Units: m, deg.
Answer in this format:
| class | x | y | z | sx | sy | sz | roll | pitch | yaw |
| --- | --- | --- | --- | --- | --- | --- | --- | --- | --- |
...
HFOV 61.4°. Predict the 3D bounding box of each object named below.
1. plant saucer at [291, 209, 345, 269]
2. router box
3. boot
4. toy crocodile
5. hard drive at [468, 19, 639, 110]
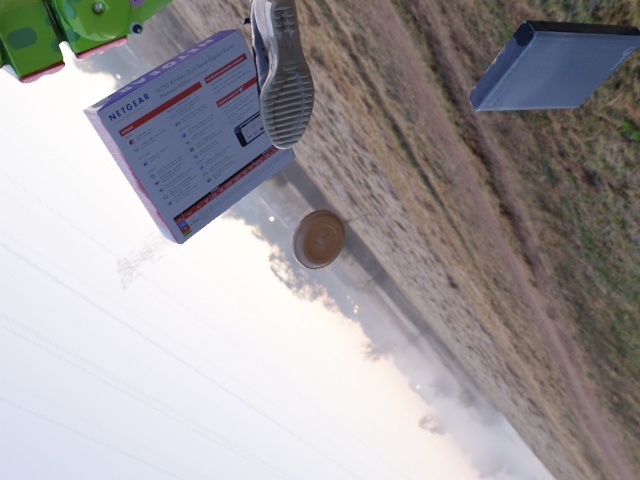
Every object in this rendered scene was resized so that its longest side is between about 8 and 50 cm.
| class | x | y | z | sx | sy | sz | roll | pitch | yaw |
| --- | --- | --- | --- | --- | --- | --- | --- | --- | --- |
| plant saucer | 0.000 | 0.000 | 0.727 | 0.013 | 0.083 | 0.083 | 28 | 162 | 50 |
| router box | -0.241 | -0.211 | 1.092 | 0.082 | 0.335 | 0.301 | 19 | 142 | 47 |
| boot | -0.075 | -0.301 | 0.910 | 0.207 | 0.090 | 0.249 | -118 | 24 | -57 |
| toy crocodile | -0.286 | -0.206 | 0.527 | 0.115 | 0.340 | 0.105 | 39 | 149 | 33 |
| hard drive | 0.220 | -0.161 | 0.506 | 0.094 | 0.135 | 0.022 | 121 | 135 | -55 |
